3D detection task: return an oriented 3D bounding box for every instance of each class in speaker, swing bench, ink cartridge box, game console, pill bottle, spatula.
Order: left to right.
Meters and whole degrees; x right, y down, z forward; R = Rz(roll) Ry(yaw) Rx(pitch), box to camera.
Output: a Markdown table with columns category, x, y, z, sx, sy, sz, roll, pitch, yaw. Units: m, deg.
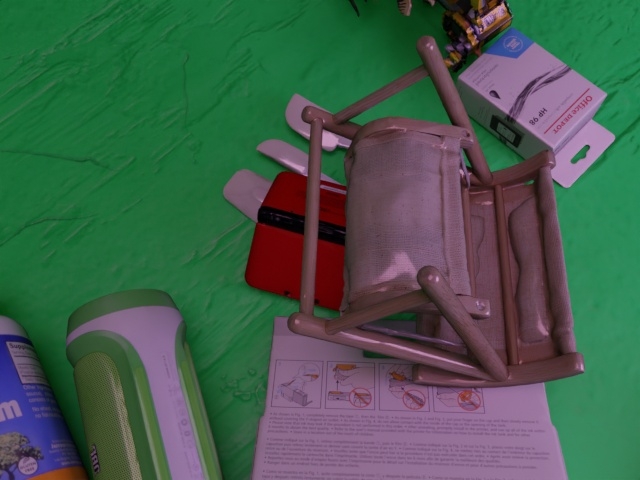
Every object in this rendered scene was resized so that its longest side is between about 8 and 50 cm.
| category | x | y | z | sx | sy | sz | roll | pitch | yaw |
| --- | --- | --- | --- | --- | --- | --- | --- | --- | --- |
| pill bottle | -0.349 | 0.169 | 0.685 | 0.152 | 0.152 | 0.272 | -29 | 71 | -8 |
| speaker | -0.165 | 0.203 | 0.676 | 0.131 | 0.131 | 0.296 | -18 | 69 | -4 |
| game console | 0.000 | 0.000 | 0.790 | 0.144 | 0.085 | 0.124 | 15 | 43 | 6 |
| spatula | 0.022 | -0.056 | 0.826 | 0.242 | 0.019 | 0.168 | 33 | 73 | 10 |
| ink cartridge box | 0.086 | 0.201 | 0.697 | 0.297 | 0.066 | 0.261 | 1 | 44 | 3 |
| swing bench | 0.118 | -0.006 | 0.678 | 0.165 | 0.255 | 0.253 | -23 | 51 | 38 |
| ink cartridge box | 0.263 | -0.161 | 0.828 | 0.180 | 0.060 | 0.104 | 42 | 76 | 17 |

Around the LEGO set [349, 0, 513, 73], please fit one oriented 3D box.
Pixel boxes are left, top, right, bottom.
| category | x | y | z | sx | sy | sz | roll | pitch | yaw |
| --- | --- | --- | --- | --- | --- | --- | --- | --- | --- |
| LEGO set | 0.092 | -0.315 | 0.770 | 0.192 | 0.331 | 0.255 | -37 | 85 | -3 |
